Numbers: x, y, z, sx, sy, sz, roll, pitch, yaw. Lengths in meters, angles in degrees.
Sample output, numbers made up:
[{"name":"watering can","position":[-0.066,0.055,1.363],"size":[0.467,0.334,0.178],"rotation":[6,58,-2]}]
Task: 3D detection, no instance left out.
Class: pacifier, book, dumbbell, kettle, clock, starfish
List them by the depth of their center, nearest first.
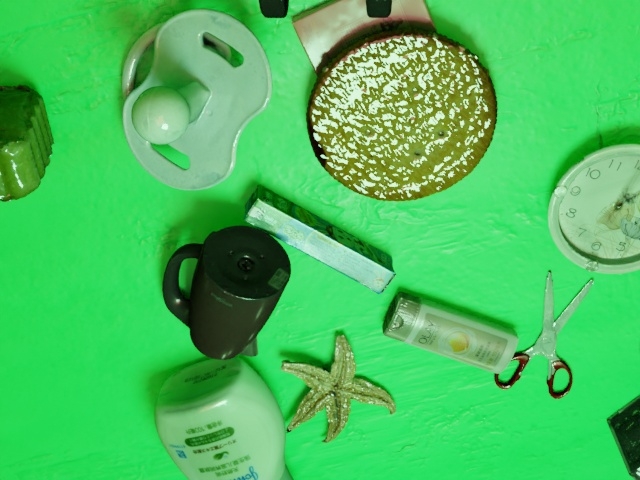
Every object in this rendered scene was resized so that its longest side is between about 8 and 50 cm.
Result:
[{"name":"dumbbell","position":[0.009,-0.371,1.509],"size":[0.191,0.100,0.100],"rotation":[1,118,6]},{"name":"pacifier","position":[-0.211,-0.206,1.538],"size":[0.238,0.226,0.287],"rotation":[36,112,3]},{"name":"book","position":[0.072,-0.315,1.593],"size":[0.198,0.016,0.138],"rotation":[-22,115,11]},{"name":"clock","position":[0.486,-0.056,1.710],"size":[0.236,0.053,0.237],"rotation":[1,116,2]},{"name":"kettle","position":[-0.168,0.092,1.717],"size":[0.202,0.144,0.232],"rotation":[29,137,2]},{"name":"starfish","position":[0.027,0.273,1.883],"size":[0.240,0.043,0.227],"rotation":[21,118,-14]}]

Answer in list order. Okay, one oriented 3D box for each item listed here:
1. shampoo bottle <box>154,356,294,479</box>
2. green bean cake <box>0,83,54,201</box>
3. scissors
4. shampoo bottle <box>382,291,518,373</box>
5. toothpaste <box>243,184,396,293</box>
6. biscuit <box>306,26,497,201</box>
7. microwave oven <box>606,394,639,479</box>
[{"name":"shampoo bottle","position":[-0.151,0.386,1.880],"size":[0.221,0.151,0.350],"rotation":[-18,117,9]},{"name":"green bean cake","position":[-0.520,-0.148,1.575],"size":[0.214,0.200,0.113],"rotation":[-4,126,-3]},{"name":"scissors","position":[0.404,0.168,1.847],"size":[0.144,0.017,0.248],"rotation":[11,115,-7]},{"name":"shampoo bottle","position":[0.226,0.161,1.818],"size":[0.227,0.056,0.086],"rotation":[20,114,-10]},{"name":"toothpaste","position":[0.000,0.000,1.728],"size":[0.266,0.065,0.050],"rotation":[29,114,-14]},{"name":"biscuit","position":[0.128,-0.193,1.636],"size":[0.305,0.038,0.305],"rotation":[-1,123,-2]},{"name":"microwave oven","position":[0.701,0.342,1.847],"size":[0.237,0.181,0.295],"rotation":[40,111,-20]}]
